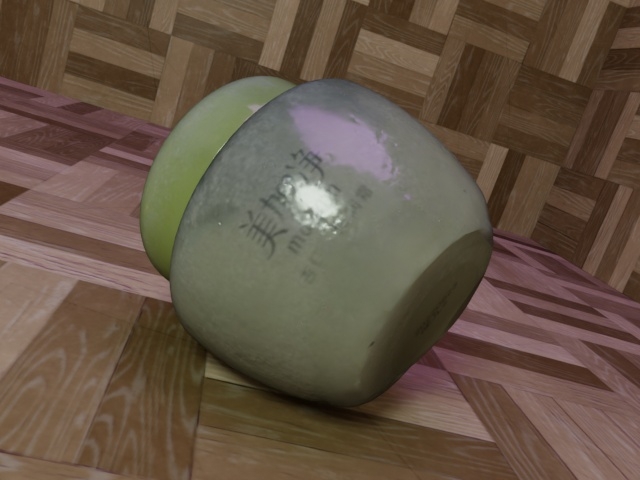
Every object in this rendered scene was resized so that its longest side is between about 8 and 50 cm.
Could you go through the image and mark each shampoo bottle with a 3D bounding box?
[{"bbox_3d":[0.000,0.000,0.634,0.317,0.322,0.322,34,18,20],"label":"shampoo bottle"}]
